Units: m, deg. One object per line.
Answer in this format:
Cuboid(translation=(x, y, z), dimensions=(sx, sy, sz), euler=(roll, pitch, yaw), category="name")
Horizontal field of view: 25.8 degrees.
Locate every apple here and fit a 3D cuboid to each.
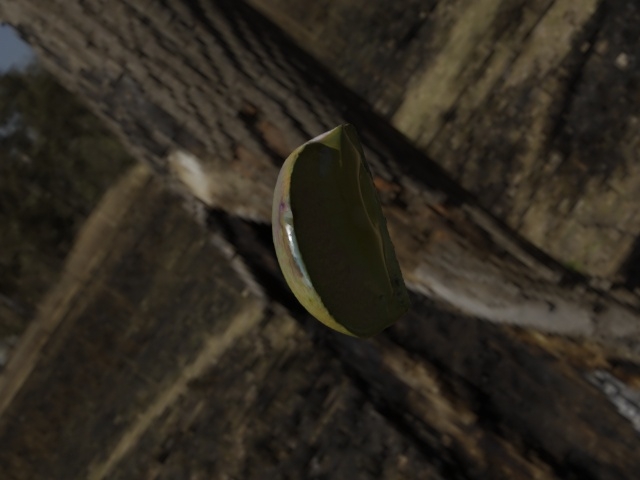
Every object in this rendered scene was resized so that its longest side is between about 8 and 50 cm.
Cuboid(translation=(0.000, 0.000, 1.739), dimensions=(0.120, 0.265, 0.193), euler=(-19, -2, 36), category="apple")
